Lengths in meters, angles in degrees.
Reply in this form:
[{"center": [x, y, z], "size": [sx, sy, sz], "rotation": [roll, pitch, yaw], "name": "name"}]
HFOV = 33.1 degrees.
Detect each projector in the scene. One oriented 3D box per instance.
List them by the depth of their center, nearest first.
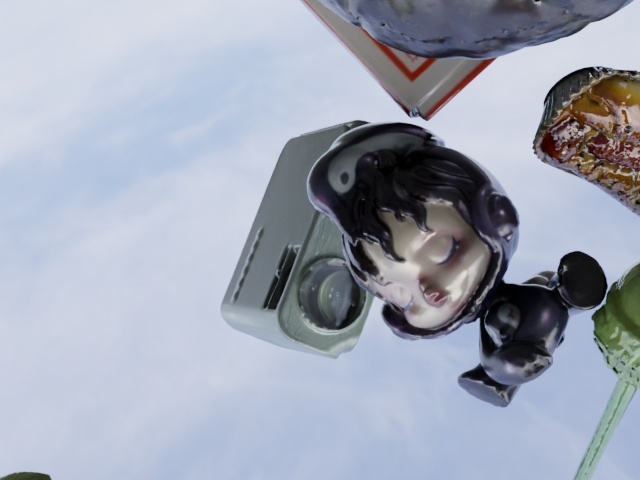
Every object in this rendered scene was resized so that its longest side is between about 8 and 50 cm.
[{"center": [0.000, 0.000, 1.219], "size": [0.198, 0.108, 0.250], "rotation": [-3, -116, 67], "name": "projector"}]

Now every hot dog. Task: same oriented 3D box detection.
[{"center": [0.237, -0.058, 0.755], "size": [0.108, 0.191, 0.059], "rotation": [-46, -152, 46], "name": "hot dog"}]

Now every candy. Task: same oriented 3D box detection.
[{"center": [0.211, 0.147, 0.801], "size": [0.092, 0.335, 0.093], "rotation": [19, -141, 8], "name": "candy"}]

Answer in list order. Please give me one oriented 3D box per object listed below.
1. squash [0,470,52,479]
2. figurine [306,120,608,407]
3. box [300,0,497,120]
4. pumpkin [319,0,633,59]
[{"center": [-0.460, 0.429, 1.414], "size": [0.261, 0.189, 0.189], "rotation": [-21, -152, -23], "name": "squash"}, {"center": [0.094, -0.002, 0.781], "size": [0.145, 0.222, 0.145], "rotation": [-48, 174, -7], "name": "figurine"}, {"center": [0.043, -0.207, 0.816], "size": [0.123, 0.229, 0.050], "rotation": [-42, 176, 3], "name": "box"}, {"center": [0.072, -0.198, 0.506], "size": [0.238, 0.238, 0.159], "rotation": [-1, -147, 32], "name": "pumpkin"}]
